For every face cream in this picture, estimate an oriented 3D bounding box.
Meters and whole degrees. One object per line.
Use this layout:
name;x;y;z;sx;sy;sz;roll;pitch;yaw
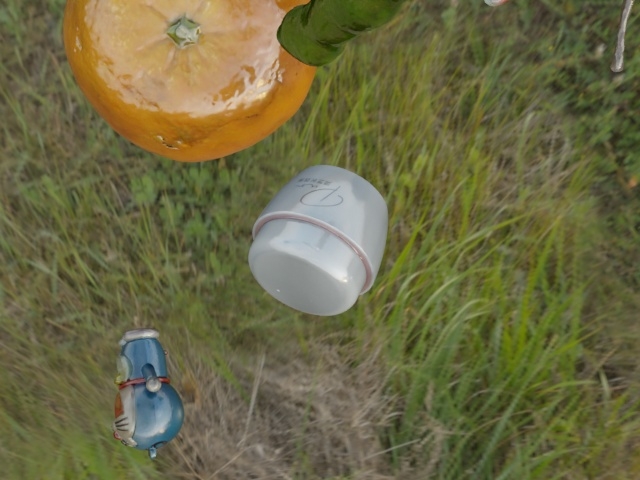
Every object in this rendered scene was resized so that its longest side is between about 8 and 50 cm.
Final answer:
face cream;0.000;0.000;1.043;0.117;0.117;0.104;26;59;0

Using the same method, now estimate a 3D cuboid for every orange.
orange;-0.138;-0.229;1.298;0.283;0.226;0.284;1;105;2

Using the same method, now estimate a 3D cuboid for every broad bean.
broad bean;0.023;-0.159;0.774;0.052;0.256;0.053;25;76;-17

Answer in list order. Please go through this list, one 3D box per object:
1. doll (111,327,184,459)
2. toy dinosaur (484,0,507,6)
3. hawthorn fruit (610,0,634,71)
doll;-0.207;0.182;1.390;0.085;0.114;0.152;-4;75;-19
toy dinosaur;0.159;-0.232;0.622;0.242;0.053;0.167;-31;44;7
hawthorn fruit;0.335;-0.366;1.139;0.231;0.235;0.263;-22;61;-1
